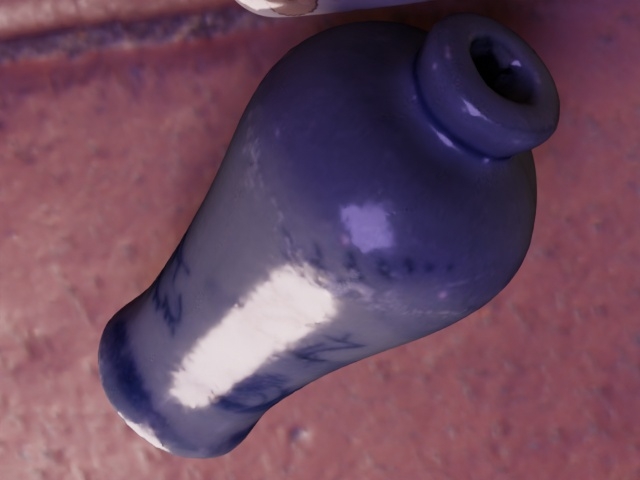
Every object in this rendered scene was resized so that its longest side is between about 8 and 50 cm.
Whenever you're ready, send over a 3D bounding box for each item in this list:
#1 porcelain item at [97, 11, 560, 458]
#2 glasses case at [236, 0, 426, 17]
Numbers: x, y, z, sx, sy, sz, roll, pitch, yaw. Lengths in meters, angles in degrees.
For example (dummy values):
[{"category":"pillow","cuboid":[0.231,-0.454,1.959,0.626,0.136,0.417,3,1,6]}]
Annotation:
[{"category":"porcelain item","cuboid":[0.000,0.000,0.840,0.141,0.141,0.259,39,127,-11]},{"category":"glasses case","cuboid":[0.033,-0.134,0.807,0.164,0.041,0.063,-5,118,15]}]
